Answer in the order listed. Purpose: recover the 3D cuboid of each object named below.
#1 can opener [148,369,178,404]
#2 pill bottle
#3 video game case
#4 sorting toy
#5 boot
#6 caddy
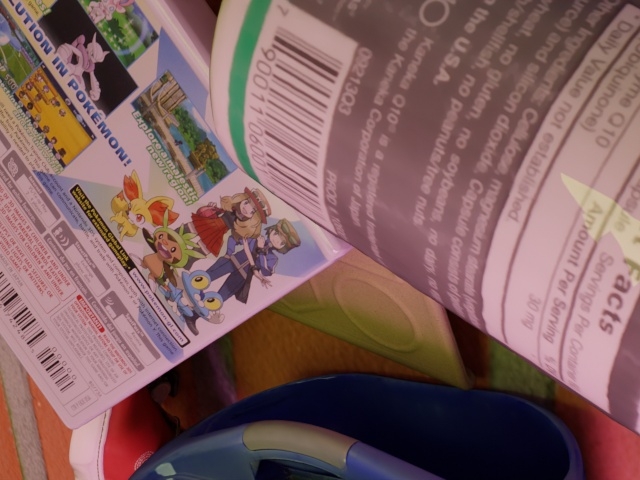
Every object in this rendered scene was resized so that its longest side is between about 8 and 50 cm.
[{"bbox_3d":[-0.152,0.052,1.082,0.093,0.074,0.280,36,136,25],"label":"can opener"},{"bbox_3d":[0.143,-0.033,0.615,0.361,0.204,0.204,34,136,26],"label":"pill bottle"},{"bbox_3d":[-0.163,-0.070,0.846,0.300,0.036,0.329,-34,91,43],"label":"video game case"},{"bbox_3d":[0.000,0.000,0.880,0.193,0.038,0.208,20,151,37],"label":"sorting toy"},{"bbox_3d":[-0.096,0.162,1.055,0.176,0.088,0.244,8,137,2],"label":"boot"},{"bbox_3d":[0.014,0.189,0.874,0.341,0.241,0.179,2,121,45],"label":"caddy"}]
